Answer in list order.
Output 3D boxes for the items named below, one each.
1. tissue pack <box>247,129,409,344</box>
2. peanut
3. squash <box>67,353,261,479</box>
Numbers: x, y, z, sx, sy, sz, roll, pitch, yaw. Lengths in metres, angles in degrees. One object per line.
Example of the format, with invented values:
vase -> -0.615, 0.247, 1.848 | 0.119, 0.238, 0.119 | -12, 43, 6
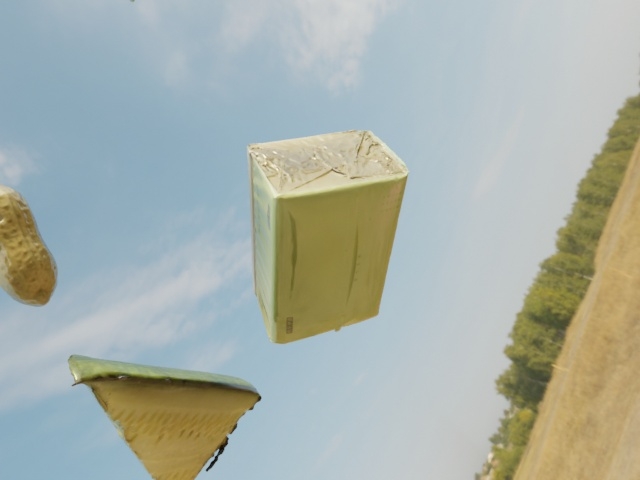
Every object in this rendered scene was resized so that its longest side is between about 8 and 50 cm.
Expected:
tissue pack -> 0.000, 0.000, 0.564 | 0.159, 0.125, 0.234 | -11, -48, -20
peanut -> -0.509, 0.013, 0.759 | 0.214, 0.098, 0.090 | 68, -159, -4
squash -> -0.195, 0.184, 0.453 | 0.169, 0.093, 0.252 | -54, -32, -1
